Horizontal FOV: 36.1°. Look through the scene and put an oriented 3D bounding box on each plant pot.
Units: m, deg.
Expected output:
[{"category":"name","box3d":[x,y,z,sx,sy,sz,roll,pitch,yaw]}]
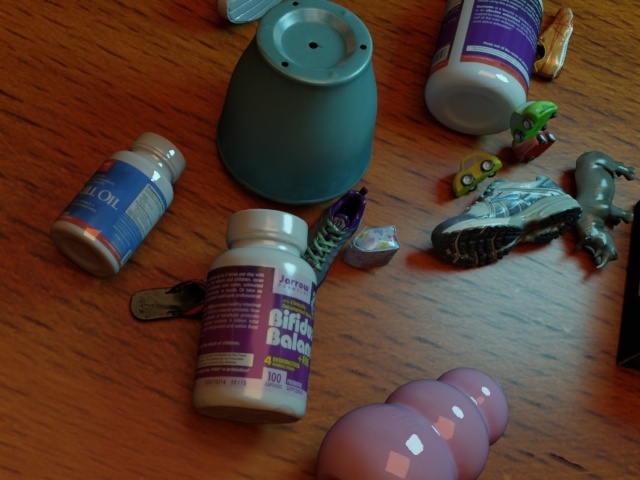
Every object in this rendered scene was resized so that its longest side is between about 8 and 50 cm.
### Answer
[{"category":"plant pot","box3d":[-0.025,-0.241,1.596,0.272,0.255,0.271,5,56,-8]}]

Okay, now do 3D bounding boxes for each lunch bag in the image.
[{"category":"lunch bag","box3d":[0.082,0.010,1.637,0.083,0.071,0.053,-9,67,-18]}]

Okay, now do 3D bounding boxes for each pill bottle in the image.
[{"category":"pill bottle","box3d":[0.307,-0.366,1.805,0.182,0.181,0.323,20,63,-6]},{"category":"pill bottle","box3d":[-0.309,-0.062,1.536,0.124,0.124,0.221,32,62,1]},{"category":"pill bottle","box3d":[-0.093,0.113,1.474,0.169,0.169,0.301,8,71,-11]}]

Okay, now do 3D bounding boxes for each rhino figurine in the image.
[{"category":"rhino figurine","box3d":[0.505,-0.056,1.781,0.106,0.073,0.243,16,65,-12]}]

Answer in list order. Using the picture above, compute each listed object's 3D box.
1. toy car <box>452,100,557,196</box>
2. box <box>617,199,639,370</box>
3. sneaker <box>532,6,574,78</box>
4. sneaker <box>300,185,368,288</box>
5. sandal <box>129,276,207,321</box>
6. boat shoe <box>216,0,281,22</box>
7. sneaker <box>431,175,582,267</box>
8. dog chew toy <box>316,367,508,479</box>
[{"category":"toy car","box3d":[0.341,-0.183,1.709,0.239,0.225,0.053,-27,73,-23]},{"category":"box","box3d":[0.717,0.087,1.713,0.313,0.179,0.343,19,63,-8]},{"category":"sneaker","box3d":[0.455,-0.396,1.928,0.067,0.064,0.175,18,60,5]},{"category":"sneaker","box3d":[0.000,0.000,1.605,0.083,0.098,0.223,34,62,2]},{"category":"sandal","box3d":[-0.208,0.091,1.540,0.179,0.040,0.067,-9,69,-18]},{"category":"boat shoe","box3d":[-0.101,-0.499,1.814,0.094,0.109,0.302,32,52,18]},{"category":"sneaker","box3d":[0.309,-0.041,1.721,0.283,0.110,0.122,-13,51,-21]},{"category":"dog chew toy","box3d":[0.154,0.302,1.460,0.332,0.206,0.206,-30,77,-32]}]
